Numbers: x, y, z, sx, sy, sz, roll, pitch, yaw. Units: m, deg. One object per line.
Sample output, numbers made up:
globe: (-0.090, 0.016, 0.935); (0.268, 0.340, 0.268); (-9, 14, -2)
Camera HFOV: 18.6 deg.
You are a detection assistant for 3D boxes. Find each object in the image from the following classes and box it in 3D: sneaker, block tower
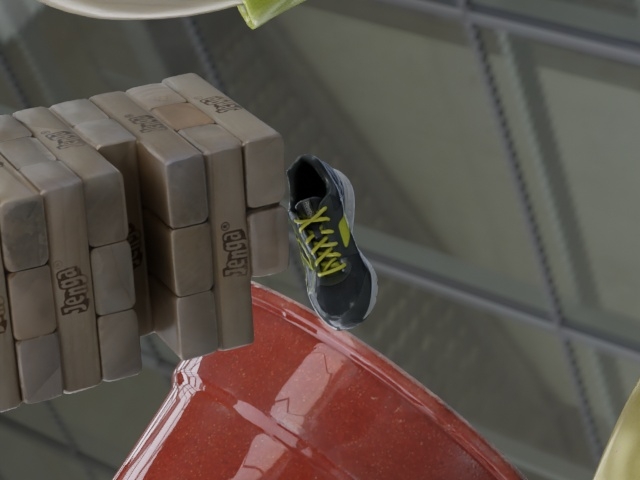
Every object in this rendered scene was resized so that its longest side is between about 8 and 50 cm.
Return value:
sneaker: (0.000, 0.000, 0.839); (0.035, 0.031, 0.083); (43, -153, -54)
block tower: (-0.179, 0.021, 0.745); (0.335, 0.097, 0.091); (-14, -64, -23)

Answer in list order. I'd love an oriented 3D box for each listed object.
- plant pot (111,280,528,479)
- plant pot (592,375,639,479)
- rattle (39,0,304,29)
plant pot: (-0.038, 0.208, 1.192); (0.265, 0.272, 0.272); (-51, -39, -14)
plant pot: (0.299, 0.181, 1.272); (0.187, 0.212, 0.212); (-42, -65, -23)
rattle: (-0.050, -0.133, 0.363); (0.199, 0.130, 0.143); (16, -125, -48)
